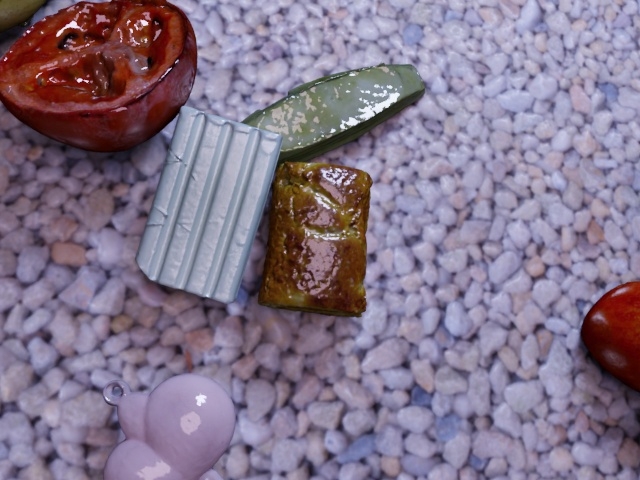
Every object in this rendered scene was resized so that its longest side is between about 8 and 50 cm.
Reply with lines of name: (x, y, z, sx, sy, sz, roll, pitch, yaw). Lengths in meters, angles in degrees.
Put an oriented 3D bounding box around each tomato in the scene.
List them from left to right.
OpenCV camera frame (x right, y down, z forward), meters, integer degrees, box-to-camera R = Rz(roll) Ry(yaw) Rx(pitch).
tomato: (-0.238, -0.181, 0.749, 0.228, 0.101, 0.228, -5, 54, 7)

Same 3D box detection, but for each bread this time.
bread: (0.000, 0.000, 0.771, 0.132, 0.103, 0.172, 8, 79, -9)

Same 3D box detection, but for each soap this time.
soap: (-0.125, -0.039, 0.746, 0.119, 0.066, 0.198, 17, 88, -2)

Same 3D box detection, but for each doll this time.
doll: (-0.098, 0.282, 0.694, 0.160, 0.094, 0.365, -43, 88, -10)

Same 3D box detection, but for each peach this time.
peach: (0.410, 0.120, 0.825, 0.118, 0.151, 0.151, 13, 75, -23)

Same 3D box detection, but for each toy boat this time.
toy boat: (0.014, -0.166, 0.836, 0.293, 0.055, 0.093, -26, 87, -16)

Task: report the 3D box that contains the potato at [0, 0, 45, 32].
potato: (-0.393, -0.334, 0.740, 0.228, 0.148, 0.197, -28, 99, -19)
